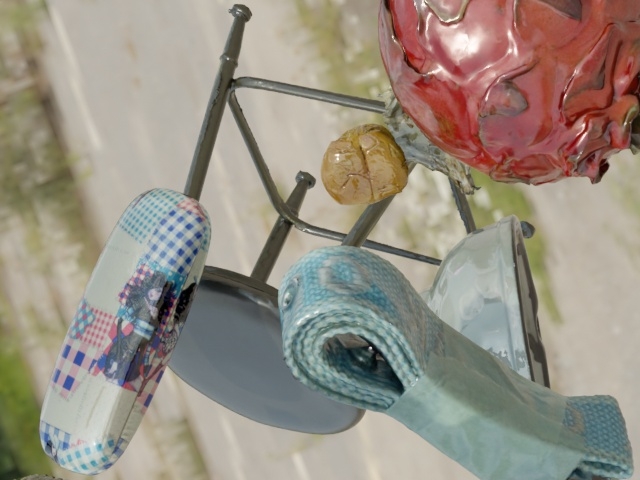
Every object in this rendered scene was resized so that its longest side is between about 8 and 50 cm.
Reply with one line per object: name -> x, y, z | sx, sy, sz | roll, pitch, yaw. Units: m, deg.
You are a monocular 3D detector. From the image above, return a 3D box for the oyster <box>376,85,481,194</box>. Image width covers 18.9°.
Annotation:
oyster -> 0.103, -0.109, 1.800 | 0.105, 0.056, 0.177 | 35, 164, 39

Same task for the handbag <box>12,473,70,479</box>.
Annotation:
handbag -> -0.259, 0.319, 1.289 | 0.247, 0.240, 0.341 | 66, -150, -22

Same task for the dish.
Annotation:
dish -> 0.173, 0.117, 2.033 | 0.303, 0.120, 0.303 | -9, -90, -81

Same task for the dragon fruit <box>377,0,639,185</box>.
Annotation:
dragon fruit -> 0.122, -0.121, 1.142 | 0.209, 0.172, 0.172 | 47, 167, 1

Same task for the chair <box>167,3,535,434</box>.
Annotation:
chair -> 0.000, 0.000, 2.389 | 0.364, 0.410, 0.362 | 13, 147, 26

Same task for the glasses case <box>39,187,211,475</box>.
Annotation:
glasses case -> -0.216, 0.098, 2.108 | 0.125, 0.327, 0.076 | 18, 174, 42

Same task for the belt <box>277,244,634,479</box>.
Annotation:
belt -> 0.096, 0.102, 1.257 | 0.302, 0.087, 0.072 | 32, -154, -29

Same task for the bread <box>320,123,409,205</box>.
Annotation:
bread -> 0.043, -0.071, 1.809 | 0.046, 0.083, 0.081 | -81, 0, -62
